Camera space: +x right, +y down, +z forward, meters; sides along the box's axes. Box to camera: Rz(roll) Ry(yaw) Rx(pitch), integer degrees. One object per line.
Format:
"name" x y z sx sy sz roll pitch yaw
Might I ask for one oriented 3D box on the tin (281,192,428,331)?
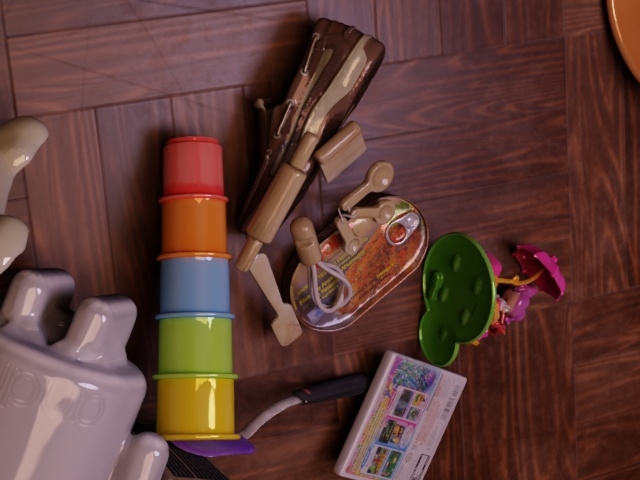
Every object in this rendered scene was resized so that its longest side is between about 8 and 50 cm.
"tin" 0.039 0.023 1.663 0.189 0.040 0.106 -39 119 -12

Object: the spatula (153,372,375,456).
"spatula" -0.044 0.192 1.631 0.296 0.084 0.030 -16 119 -35

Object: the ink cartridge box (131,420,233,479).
"ink cartridge box" -0.188 0.331 1.541 0.088 0.193 0.235 15 95 -28

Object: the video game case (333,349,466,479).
"video game case" 0.096 0.218 1.728 0.143 0.019 0.157 22 93 -43

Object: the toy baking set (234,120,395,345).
"toy baking set" -0.004 -0.003 1.563 0.196 0.030 0.256 26 97 -47

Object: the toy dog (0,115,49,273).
"toy dog" -0.490 -0.128 1.274 0.395 0.284 0.408 -25 119 20

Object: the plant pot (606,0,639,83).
"plant pot" 0.510 -0.298 1.689 0.203 0.291 0.291 -24 112 -36

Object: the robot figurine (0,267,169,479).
"robot figurine" -0.303 0.205 1.452 0.300 0.200 0.353 21 93 11

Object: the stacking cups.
"stacking cups" -0.131 0.052 1.524 0.096 0.096 0.316 4 78 -26

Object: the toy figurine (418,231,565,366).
"toy figurine" 0.216 0.068 1.728 0.159 0.130 0.173 -5 127 -34

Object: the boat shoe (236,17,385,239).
"boat shoe" -0.032 -0.123 1.578 0.095 0.095 0.257 32 94 5
